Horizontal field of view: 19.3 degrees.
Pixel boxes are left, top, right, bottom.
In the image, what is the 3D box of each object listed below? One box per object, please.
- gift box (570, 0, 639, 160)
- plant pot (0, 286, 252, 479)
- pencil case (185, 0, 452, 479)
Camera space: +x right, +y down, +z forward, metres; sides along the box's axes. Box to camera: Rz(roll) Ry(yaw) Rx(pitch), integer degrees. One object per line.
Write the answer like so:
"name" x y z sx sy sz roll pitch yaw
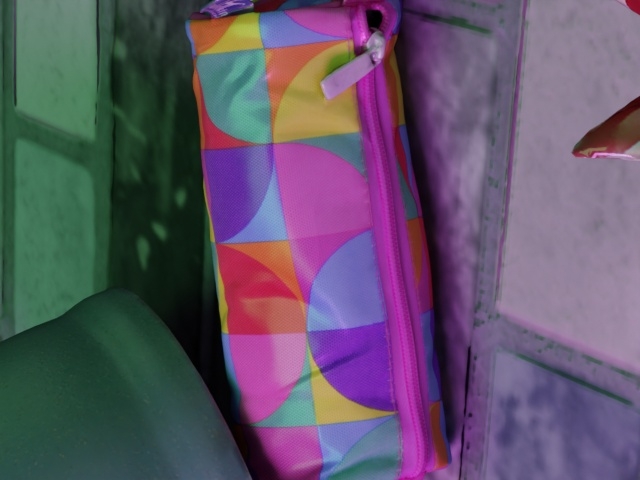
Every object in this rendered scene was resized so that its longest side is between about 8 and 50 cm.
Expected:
"gift box" 0.117 -0.177 0.459 0.255 0.276 0.258 46 170 40
"plant pot" -0.140 0.192 0.896 0.293 0.196 0.293 53 154 40
"pencil case" 0.000 0.000 0.827 0.104 0.104 0.236 3 102 51
